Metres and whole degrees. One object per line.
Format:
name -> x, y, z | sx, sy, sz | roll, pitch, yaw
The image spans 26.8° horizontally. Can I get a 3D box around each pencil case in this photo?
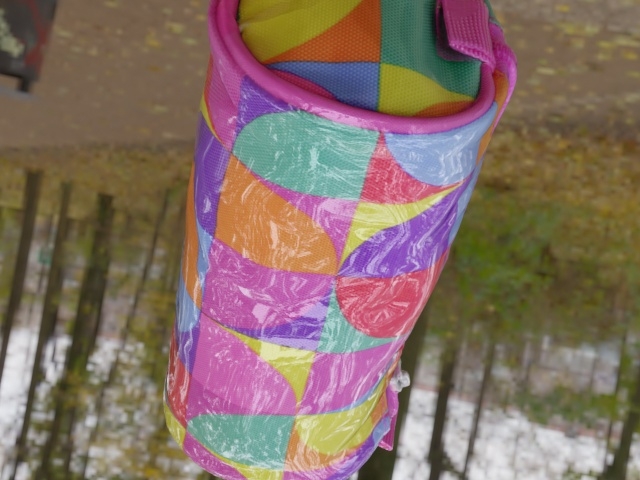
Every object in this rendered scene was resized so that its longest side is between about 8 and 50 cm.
pencil case -> 0.000, 0.000, 0.479 | 0.104, 0.104, 0.236 | 10, 143, -2
